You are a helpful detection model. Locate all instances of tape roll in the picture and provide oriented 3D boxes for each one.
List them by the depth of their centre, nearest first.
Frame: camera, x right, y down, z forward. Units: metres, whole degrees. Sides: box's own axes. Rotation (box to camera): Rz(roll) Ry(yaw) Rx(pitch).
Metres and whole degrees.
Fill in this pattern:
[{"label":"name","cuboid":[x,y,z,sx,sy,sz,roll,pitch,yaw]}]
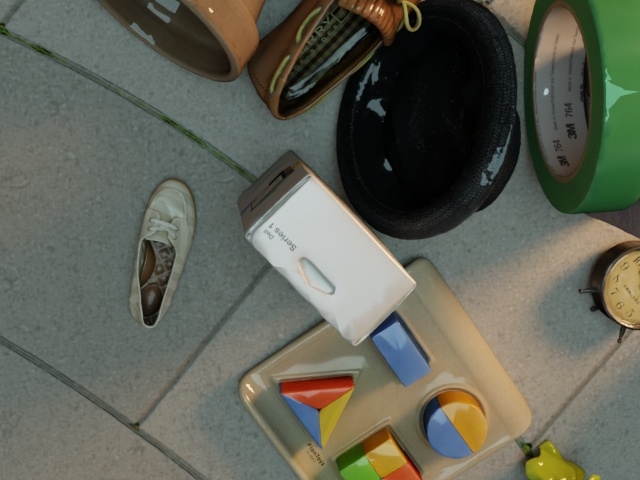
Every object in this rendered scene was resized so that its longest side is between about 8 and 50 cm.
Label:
[{"label":"tape roll","cuboid":[0.349,-0.196,1.410,0.077,0.321,0.321,-4,101,-6]}]

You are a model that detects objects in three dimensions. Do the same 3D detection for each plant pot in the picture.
[{"label":"plant pot","cuboid":[-0.147,-0.371,1.378,0.263,0.263,0.229,39,77,-12]}]

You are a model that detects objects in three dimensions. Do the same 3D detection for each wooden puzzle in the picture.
[{"label":"wooden puzzle","cuboid":[0.103,0.247,1.588,0.348,0.080,0.322,-35,102,1]}]

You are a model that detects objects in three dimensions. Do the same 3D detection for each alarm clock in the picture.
[{"label":"alarm clock","cuboid":[0.487,0.053,1.604,0.192,0.064,0.129,-38,102,4]}]

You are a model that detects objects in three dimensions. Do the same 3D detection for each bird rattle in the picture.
[{"label":"bird rattle","cuboid":[0.394,0.439,1.661,0.207,0.143,0.253,-43,115,14]}]

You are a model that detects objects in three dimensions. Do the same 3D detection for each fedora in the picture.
[{"label":"fedora","cuboid":[0.172,-0.155,1.466,0.152,0.334,0.334,16,100,-46]}]

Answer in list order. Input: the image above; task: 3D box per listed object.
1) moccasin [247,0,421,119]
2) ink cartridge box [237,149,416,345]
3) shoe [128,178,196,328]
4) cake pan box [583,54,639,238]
[{"label":"moccasin","cuboid":[0.058,-0.309,1.400,0.380,0.147,0.139,-39,132,13]},{"label":"ink cartridge box","cuboid":[0.000,0.000,1.429,0.117,0.278,0.201,-44,102,3]},{"label":"shoe","cuboid":[-0.223,0.022,1.520,0.076,0.058,0.219,12,99,-9]},{"label":"cake pan box","cuboid":[0.423,-0.139,1.468,0.070,0.246,0.267,-5,100,-5]}]
